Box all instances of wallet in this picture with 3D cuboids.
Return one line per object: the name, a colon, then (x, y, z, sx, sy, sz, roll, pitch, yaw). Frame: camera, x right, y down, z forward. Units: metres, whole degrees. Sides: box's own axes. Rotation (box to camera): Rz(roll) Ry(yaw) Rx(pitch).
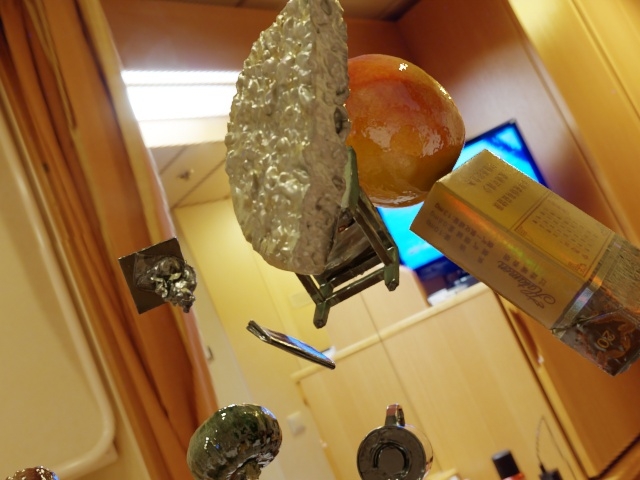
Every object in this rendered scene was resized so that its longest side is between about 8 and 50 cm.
wallet: (-0.047, 0.168, 1.155, 0.156, 0.082, 0.018, 30, -93, -42)

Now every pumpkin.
pumpkin: (-0.177, 0.438, 1.514, 0.211, 0.152, 0.212, -18, -37, -14)

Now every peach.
peach: (0.117, -0.208, 1.353, 0.288, 0.289, 0.308, -24, -36, 2)

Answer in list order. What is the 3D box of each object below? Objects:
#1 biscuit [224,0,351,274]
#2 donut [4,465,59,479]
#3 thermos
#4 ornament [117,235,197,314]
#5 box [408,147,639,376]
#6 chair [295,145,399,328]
biscuit: (-0.038, -0.112, 0.770, 0.084, 0.281, 0.179, 3, 5, -38)
donut: (-0.428, 0.461, 1.123, 0.126, 0.186, 0.144, -41, -31, -14)
thermos: (0.133, 0.370, 1.274, 0.109, 0.136, 0.330, -39, -18, 0)
ornament: (-0.348, 0.101, 1.687, 0.166, 0.153, 0.196, -25, 24, -23)
box: (0.388, 0.021, 1.246, 0.264, 0.415, 0.116, -32, -25, -55)
chair: (0.025, -0.012, 1.063, 0.136, 0.147, 0.270, -29, 18, 15)
